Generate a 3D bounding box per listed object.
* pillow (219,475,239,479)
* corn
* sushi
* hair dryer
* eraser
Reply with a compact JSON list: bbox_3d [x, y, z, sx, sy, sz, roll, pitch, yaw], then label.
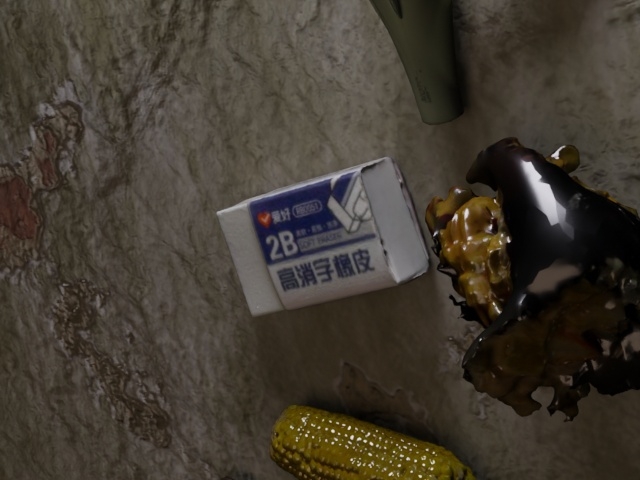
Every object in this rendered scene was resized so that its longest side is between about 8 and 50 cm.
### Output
[{"bbox_3d":[-0.046,0.369,2.197,0.233,0.038,0.130,42,131,20],"label":"pillow"},{"bbox_3d":[0.054,0.235,2.029,0.262,0.097,0.097,19,118,38],"label":"corn"},{"bbox_3d":[0.203,0.031,1.779,0.200,0.204,0.213,-33,124,18],"label":"sushi"},{"bbox_3d":[0.137,-0.204,1.822,0.225,0.088,0.219,15,124,17],"label":"hair dryer"},{"bbox_3d":[0.000,0.000,1.999,0.210,0.068,0.124,-14,98,42],"label":"eraser"}]
